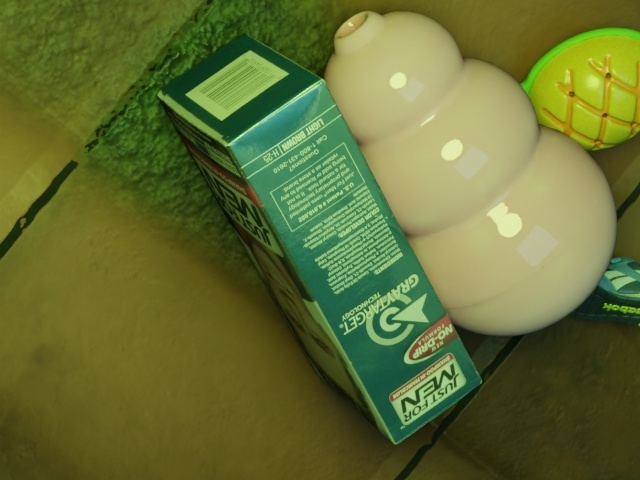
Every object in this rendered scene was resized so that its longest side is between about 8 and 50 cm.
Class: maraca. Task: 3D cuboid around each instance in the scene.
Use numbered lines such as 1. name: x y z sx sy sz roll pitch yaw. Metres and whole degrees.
1. maraca: 0.245 -0.134 1.867 0.185 0.099 0.127 -26 119 14

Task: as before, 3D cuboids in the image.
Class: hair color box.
1. hair color box: 0.000 0.000 1.745 0.105 0.174 0.347 -35 120 -10

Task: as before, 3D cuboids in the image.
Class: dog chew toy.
1. dog chew toy: 0.124 -0.071 1.776 0.206 0.206 0.332 -42 113 -7

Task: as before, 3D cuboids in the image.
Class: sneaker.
1. sneaker: 0.291 0.047 1.983 0.144 0.059 0.053 13 135 -14
